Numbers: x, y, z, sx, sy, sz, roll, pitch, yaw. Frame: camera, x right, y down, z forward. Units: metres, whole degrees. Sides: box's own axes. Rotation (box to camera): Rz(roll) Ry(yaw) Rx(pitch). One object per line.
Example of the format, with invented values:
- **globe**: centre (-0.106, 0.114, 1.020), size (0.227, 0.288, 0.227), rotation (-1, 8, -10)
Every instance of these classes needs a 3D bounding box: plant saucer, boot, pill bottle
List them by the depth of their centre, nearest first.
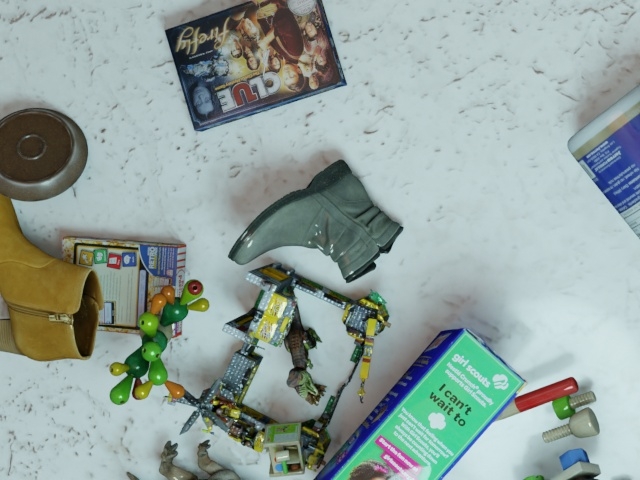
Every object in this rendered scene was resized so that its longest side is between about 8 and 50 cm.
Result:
- **pill bottle**: centre (0.482, -0.080, 1.718), size (0.153, 0.153, 0.264), rotation (-39, 86, 11)
- **boot**: centre (0.000, 0.000, 1.806), size (0.246, 0.083, 0.161), rotation (-36, 82, -24)
- **boot**: centre (-0.432, 0.040, 1.901), size (0.211, 0.104, 0.295), rotation (-3, 94, 31)
- **plant saucer**: centre (-0.449, -0.141, 1.921), size (0.168, 0.029, 0.168), rotation (2, 64, -3)

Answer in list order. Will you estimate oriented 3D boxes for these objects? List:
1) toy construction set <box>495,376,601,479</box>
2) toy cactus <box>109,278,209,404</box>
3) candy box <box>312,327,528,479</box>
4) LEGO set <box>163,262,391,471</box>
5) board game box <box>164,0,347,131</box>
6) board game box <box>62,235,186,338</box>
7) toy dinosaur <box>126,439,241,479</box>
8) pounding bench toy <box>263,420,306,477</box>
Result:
- **toy construction set**: centre (0.313, 0.373, 1.747), size (0.237, 0.257, 0.308), rotation (-24, 81, 23)
- **toy cactus**: centre (-0.233, 0.144, 1.814), size (0.112, 0.180, 0.219), rotation (24, 95, -10)
- **candy box**: centre (0.125, 0.274, 1.718), size (0.122, 0.268, 0.317), rotation (40, 86, 3)
- **LEGO set**: centre (-0.053, 0.188, 1.818), size (0.255, 0.192, 0.331), rotation (33, 99, 8)
- **board game box**: centre (-0.099, -0.279, 1.879), size (0.243, 0.042, 0.165), rotation (-17, 90, 12)
- **board game box**: centre (-0.312, 0.072, 1.938), size (0.194, 0.045, 0.146), rotation (5, 94, 11)
- **toy dinosaur**: centre (-0.175, 0.419, 1.900), size (0.296, 0.127, 0.200), rotation (-8, 128, 28)
- **pounding bench toy**: centre (-0.051, 0.310, 1.756), size (0.052, 0.083, 0.065), rotation (-6, 114, 5)
